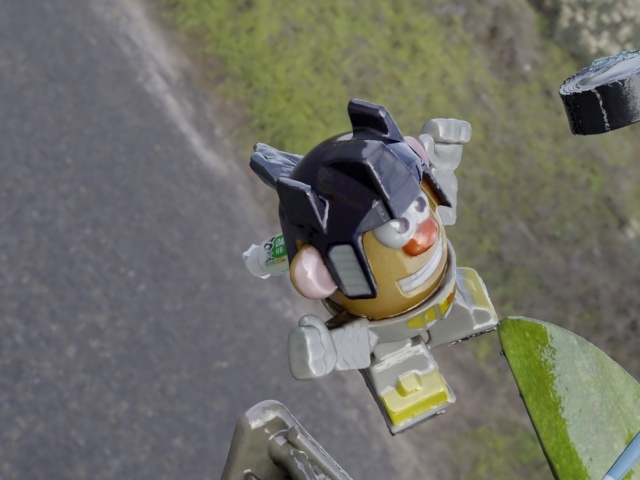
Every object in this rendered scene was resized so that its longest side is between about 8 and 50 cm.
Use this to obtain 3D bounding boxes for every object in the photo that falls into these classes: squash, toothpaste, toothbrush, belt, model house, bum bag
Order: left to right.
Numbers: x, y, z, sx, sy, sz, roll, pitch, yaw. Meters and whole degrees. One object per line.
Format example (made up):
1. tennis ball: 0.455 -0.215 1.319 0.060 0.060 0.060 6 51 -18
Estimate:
1. model house: -0.007 0.273 1.285 0.229 0.122 0.188 55 4 -38
2. toothpaste: 0.000 0.000 1.895 0.056 0.314 0.058 -41 101 -34
3. bum bag: 0.020 -0.072 2.157 0.310 0.074 0.137 23 15 -35
4. squash: 0.308 0.176 1.600 0.169 0.093 0.252 0 60 -40
5. toothbrush: 0.288 0.214 1.425 0.019 0.275 0.025 38 -24 19
6. belt: 0.419 -0.209 2.067 0.151 0.198 0.078 3 -63 56

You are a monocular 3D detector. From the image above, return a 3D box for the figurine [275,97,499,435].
1. figurine: 0.053 0.015 1.323 0.308 0.143 0.308 -8 90 -66
